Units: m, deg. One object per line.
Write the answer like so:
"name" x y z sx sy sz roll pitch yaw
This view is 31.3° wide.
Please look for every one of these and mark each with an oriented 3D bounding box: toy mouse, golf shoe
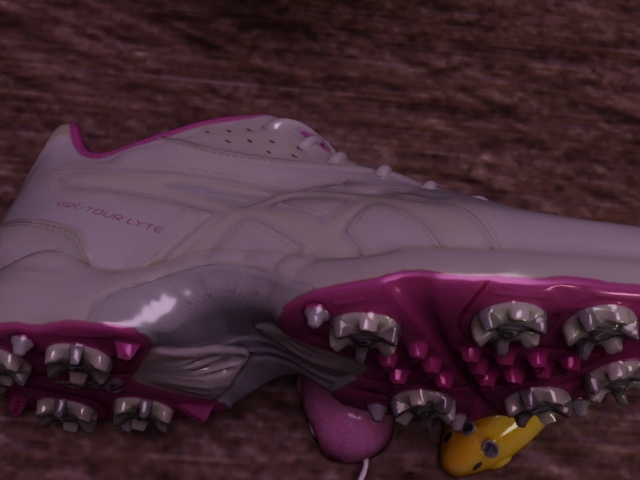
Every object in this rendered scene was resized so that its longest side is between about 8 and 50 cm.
"toy mouse" 0.036 0.045 0.512 0.161 0.031 0.143 -40 78 -17
"golf shoe" 0.000 0.000 0.460 0.306 0.115 0.140 -1 57 11
